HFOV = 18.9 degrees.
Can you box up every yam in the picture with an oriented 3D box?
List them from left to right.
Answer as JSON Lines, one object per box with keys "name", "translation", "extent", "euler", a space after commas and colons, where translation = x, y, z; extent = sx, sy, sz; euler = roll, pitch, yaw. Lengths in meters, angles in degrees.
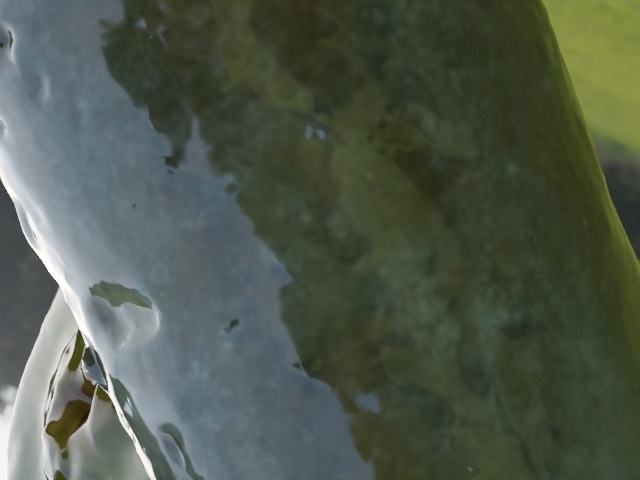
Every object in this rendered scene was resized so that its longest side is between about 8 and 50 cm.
{"name": "yam", "translation": [0.000, 0.000, 0.420], "extent": [0.133, 0.133, 0.330], "euler": [-20, -92, -82]}

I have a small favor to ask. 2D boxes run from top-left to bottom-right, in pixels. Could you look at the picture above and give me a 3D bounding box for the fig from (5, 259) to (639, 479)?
{"name": "fig", "translation": [0.030, 0.081, 0.686], "extent": [0.271, 0.239, 0.239], "euler": [17, -172, -28]}
